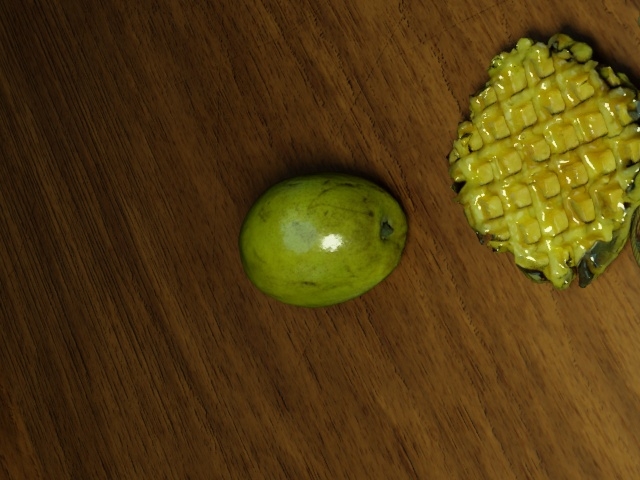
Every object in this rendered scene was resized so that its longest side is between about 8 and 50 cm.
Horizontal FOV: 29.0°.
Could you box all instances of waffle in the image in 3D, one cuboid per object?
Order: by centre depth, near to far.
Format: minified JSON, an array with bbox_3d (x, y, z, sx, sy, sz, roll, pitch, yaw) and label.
[{"bbox_3d":[0.369,-0.130,1.989,0.379,0.095,0.382,41,120,35],"label":"waffle"}]

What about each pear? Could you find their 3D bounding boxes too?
[{"bbox_3d":[0.000,0.000,2.228,0.307,0.253,0.253,-4,88,35],"label":"pear"}]

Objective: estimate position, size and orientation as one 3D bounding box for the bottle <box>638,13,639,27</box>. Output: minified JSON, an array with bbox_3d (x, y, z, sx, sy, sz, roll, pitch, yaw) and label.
[{"bbox_3d":[0.593,-0.267,1.736,0.347,0.168,0.168,51,123,34],"label":"bottle"}]

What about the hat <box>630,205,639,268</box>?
[{"bbox_3d":[0.534,-0.008,1.848,0.193,0.082,0.193,0,90,42],"label":"hat"}]
